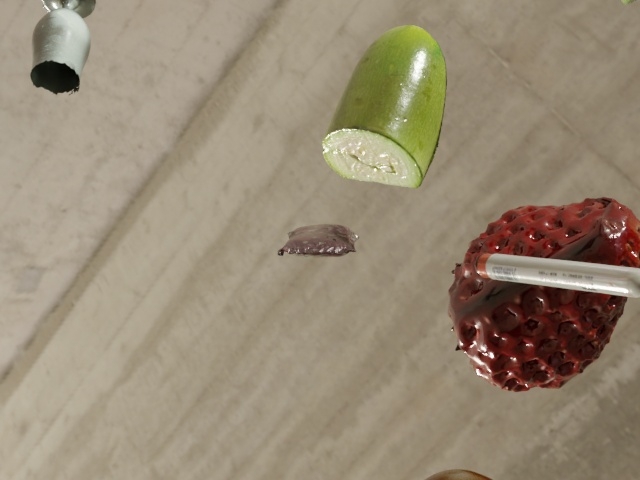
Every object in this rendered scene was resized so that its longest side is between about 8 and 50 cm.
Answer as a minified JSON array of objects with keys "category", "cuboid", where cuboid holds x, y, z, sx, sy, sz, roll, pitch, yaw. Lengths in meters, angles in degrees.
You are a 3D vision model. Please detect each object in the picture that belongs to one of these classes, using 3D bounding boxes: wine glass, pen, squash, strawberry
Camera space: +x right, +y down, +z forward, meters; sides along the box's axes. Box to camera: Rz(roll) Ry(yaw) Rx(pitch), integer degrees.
[{"category":"wine glass","cuboid":[-0.445,-0.350,1.607,0.103,0.222,0.103,-2,-39,-2]},{"category":"pen","cuboid":[0.209,0.028,0.785,0.026,0.218,0.026,-2,-86,-30]},{"category":"squash","cuboid":[0.154,-0.305,2.041,0.309,0.234,0.210,-66,-31,-26]},{"category":"strawberry","cuboid":[0.389,0.073,1.519,0.317,0.295,0.345,-26,-5,-43]}]

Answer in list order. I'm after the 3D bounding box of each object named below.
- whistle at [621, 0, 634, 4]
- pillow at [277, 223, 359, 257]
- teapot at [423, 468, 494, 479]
[{"category":"whistle","cuboid":[0.390,-0.344,1.139,0.085,0.227,0.105,-32,-7,-45]},{"category":"pillow","cuboid":[0.000,0.000,1.395,0.118,0.043,0.185,1,6,2]},{"category":"teapot","cuboid":[0.137,0.357,1.075,0.252,0.178,0.135,-15,-12,42]}]
